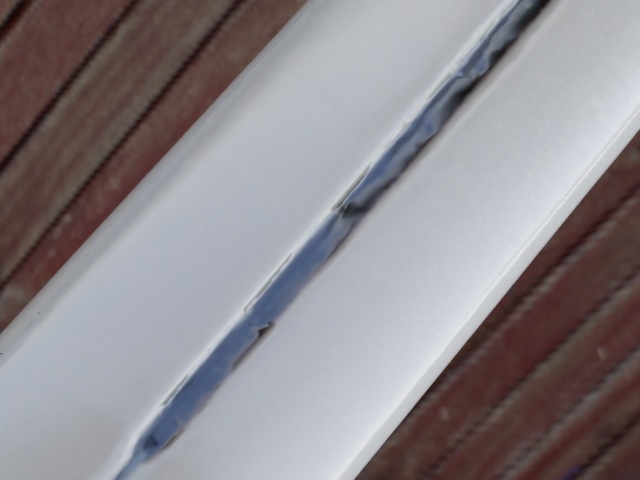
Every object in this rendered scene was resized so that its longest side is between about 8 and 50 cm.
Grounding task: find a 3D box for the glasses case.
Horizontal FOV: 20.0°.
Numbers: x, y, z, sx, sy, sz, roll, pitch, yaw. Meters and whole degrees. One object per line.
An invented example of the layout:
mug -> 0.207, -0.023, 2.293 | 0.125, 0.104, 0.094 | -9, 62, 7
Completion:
glasses case -> 0.000, 0.000, 0.451 | 0.076, 0.144, 0.336 | 41, 74, 0
